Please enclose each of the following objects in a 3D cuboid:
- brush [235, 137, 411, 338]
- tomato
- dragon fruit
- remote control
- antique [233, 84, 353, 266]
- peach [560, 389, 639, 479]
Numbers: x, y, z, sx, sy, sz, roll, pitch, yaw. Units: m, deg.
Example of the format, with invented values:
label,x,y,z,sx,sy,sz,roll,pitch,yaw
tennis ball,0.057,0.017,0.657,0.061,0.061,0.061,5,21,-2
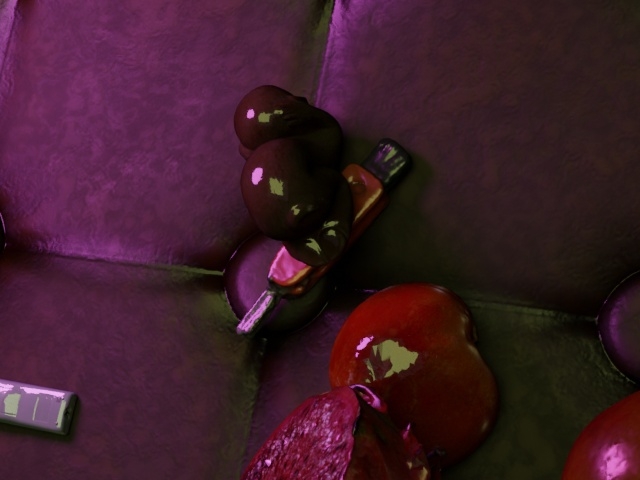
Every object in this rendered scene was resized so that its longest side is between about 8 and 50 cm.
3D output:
label,x,y,z,sx,sy,sz,roll,pitch,yaw
brush,0.000,0.000,1.922,0.070,0.051,0.323,38,89,24
tomato,0.099,0.162,1.795,0.200,0.139,0.233,-30,68,16
dragon fruit,0.017,0.363,1.636,0.249,0.386,0.371,30,101,-16
remote control,-0.411,0.221,2.012,0.162,0.029,0.061,7,79,20
antique,-0.046,-0.097,1.888,0.121,0.143,0.257,-29,44,23
peach,0.394,0.318,1.571,0.308,0.308,0.332,-1,102,19
